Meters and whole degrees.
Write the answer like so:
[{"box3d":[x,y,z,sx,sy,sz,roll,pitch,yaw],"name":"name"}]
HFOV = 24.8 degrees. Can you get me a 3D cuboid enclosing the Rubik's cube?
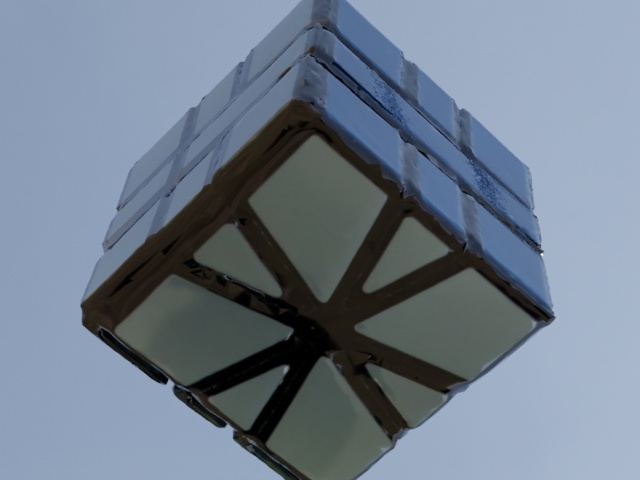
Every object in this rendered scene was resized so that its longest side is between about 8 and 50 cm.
[{"box3d":[0.000,0.000,1.267,0.293,0.288,0.283,-45,-161,21],"name":"Rubik's cube"}]
